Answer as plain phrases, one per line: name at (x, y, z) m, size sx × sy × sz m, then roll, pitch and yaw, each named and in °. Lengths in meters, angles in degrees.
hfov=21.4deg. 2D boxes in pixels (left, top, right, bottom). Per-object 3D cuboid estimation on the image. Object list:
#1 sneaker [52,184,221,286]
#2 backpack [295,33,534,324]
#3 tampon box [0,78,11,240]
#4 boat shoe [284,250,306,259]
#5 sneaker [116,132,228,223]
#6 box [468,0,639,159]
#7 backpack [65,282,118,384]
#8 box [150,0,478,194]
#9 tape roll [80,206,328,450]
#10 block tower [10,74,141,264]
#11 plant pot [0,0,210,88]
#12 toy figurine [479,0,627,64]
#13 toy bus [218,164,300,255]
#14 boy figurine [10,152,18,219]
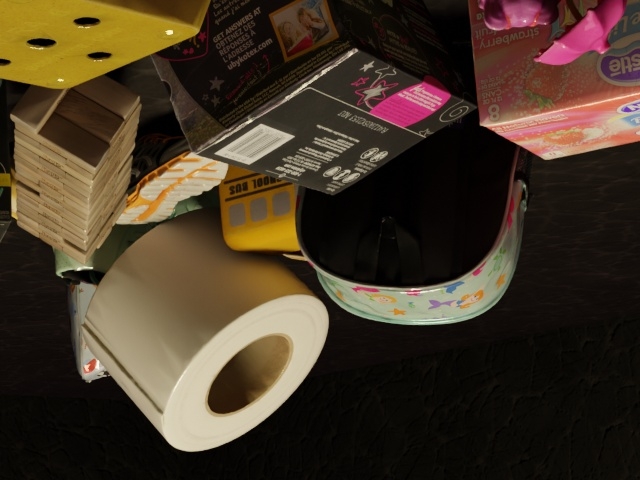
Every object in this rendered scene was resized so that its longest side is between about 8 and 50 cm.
sneaker at (-0.214, -0.004, 2.062) m, size 0.256 × 0.151 × 0.094 m, roll 2°, pitch 166°, yaw -29°
backpack at (0.091, -0.044, 1.619) m, size 0.225 × 0.253 × 0.191 m, roll 2°, pitch 152°, yaw 14°
tampon box at (-0.362, -0.083, 1.616) m, size 0.120 × 0.161 × 0.101 m, roll -2°, pitch 167°, yaw -19°
boat shoe at (0.000, 0.000, 2.369) m, size 0.059 × 0.063 × 0.170 m, roll -3°, pitch 170°, yaw -34°
sneaker at (-0.175, -0.084, 1.881) m, size 0.084 × 0.083 × 0.215 m, roll 4°, pitch 160°, yaw -35°
box at (0.293, -0.177, 1.454) m, size 0.300 × 0.142 × 0.154 m, roll -11°, pitch 166°, yaw 28°
backpack at (-0.238, 0.090, 2.281) m, size 0.213 × 0.276 × 0.263 m, roll 1°, pitch 174°, yaw -2°
box at (-0.010, -0.147, 1.374) m, size 0.163 × 0.142 × 0.247 m, roll -31°, pitch 161°, yaw 20°
tape roll at (-0.134, 0.106, 2.008) m, size 0.246 × 0.169 × 0.246 m, roll -33°, pitch 149°, yaw -23°
block tower at (-0.247, -0.075, 1.711) m, size 0.097 × 0.091 × 0.335 m, roll 30°, pitch 160°, yaw 3°
plant pot at (-0.174, -0.207, 1.038) m, size 0.212 × 0.187 × 0.212 m, roll -15°, pitch 165°, yaw 42°
toy figurine at (0.157, -0.206, 1.228) m, size 0.173 × 0.159 × 0.130 m, roll -3°, pitch 168°, yaw -6°
toy bus at (0.042, -0.078, 1.854) m, size 0.333 × 0.130 × 0.108 m, roll -14°, pitch 165°, yaw 38°
boy figurine at (-0.422, -0.060, 1.880) m, size 0.285 × 0.092 × 0.177 m, roll 5°, pitch 162°, yaw -25°
